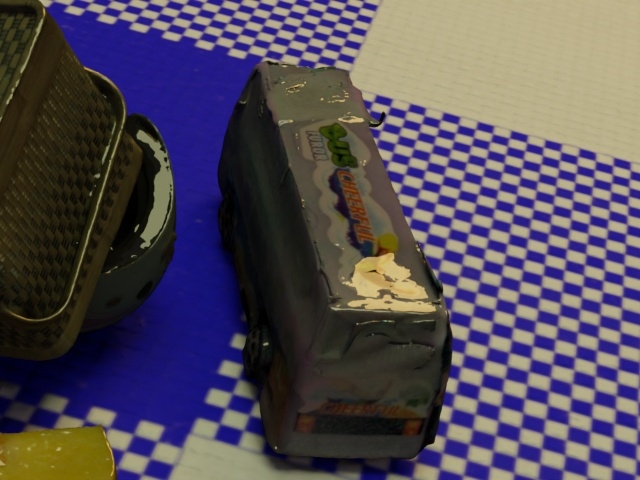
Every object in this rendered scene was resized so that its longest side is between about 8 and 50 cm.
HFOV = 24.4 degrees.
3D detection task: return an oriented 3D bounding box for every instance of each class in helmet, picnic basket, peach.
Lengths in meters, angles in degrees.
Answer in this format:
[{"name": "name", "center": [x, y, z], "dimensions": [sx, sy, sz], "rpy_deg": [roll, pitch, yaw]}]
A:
[{"name": "helmet", "center": [-0.171, -0.002, 0.968], "dimensions": [0.177, 0.107, 0.153], "rpy_deg": [4, 57, 21]}, {"name": "picnic basket", "center": [-0.254, -0.040, 0.867], "dimensions": [0.267, 0.139, 0.165], "rpy_deg": [5, 60, 23]}, {"name": "peach", "center": [-0.167, 0.150, 0.741], "dimensions": [0.151, 0.118, 0.151], "rpy_deg": [2, -4, 0]}]

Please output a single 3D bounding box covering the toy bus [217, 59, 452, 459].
[{"name": "toy bus", "center": [0.000, 0.000, 0.996], "dimensions": [0.112, 0.138, 0.317], "rpy_deg": [3, 37, -17]}]
